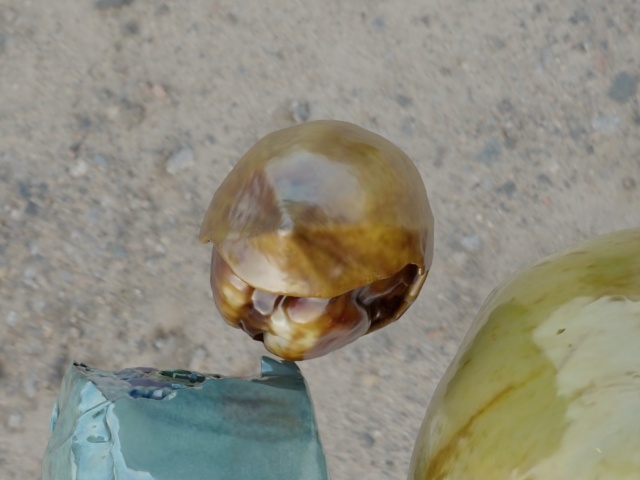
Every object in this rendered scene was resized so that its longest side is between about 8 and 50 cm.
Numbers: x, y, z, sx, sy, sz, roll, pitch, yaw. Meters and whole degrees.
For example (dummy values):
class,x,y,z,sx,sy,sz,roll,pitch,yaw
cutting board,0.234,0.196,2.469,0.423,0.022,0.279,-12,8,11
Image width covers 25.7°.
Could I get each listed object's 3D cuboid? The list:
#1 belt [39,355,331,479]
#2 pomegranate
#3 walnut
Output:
class,x,y,z,sx,sy,sz,roll,pitch,yaw
belt,-0.075,0.166,0.688,0.150,0.257,0.207,6,64,-14
pomegranate,0.192,0.131,0.637,0.342,0.342,0.342,-7,71,20
walnut,0.000,0.000,0.662,0.116,0.207,0.115,0,88,5
